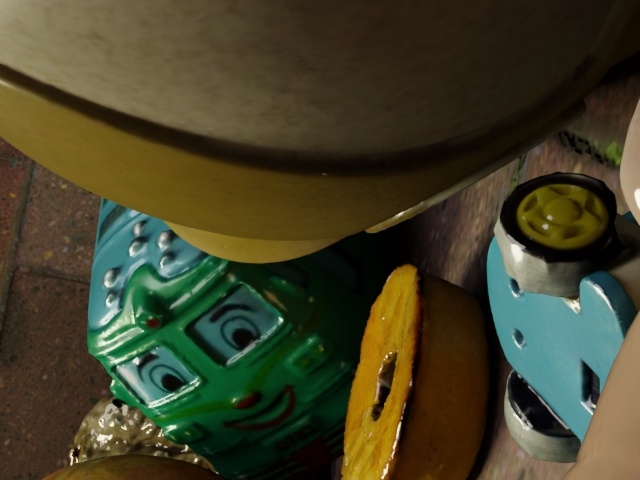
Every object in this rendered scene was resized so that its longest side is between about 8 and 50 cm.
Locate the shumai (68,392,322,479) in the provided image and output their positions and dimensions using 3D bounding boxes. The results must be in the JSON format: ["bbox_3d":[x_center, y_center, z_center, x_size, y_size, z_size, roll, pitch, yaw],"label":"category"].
[{"bbox_3d":[-0.093,0.189,1.219,0.175,0.205,0.166,12,-105,-81],"label":"shumai"}]

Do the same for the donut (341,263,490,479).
[{"bbox_3d":[0.057,0.092,0.872,0.152,0.058,0.152,-168,90,-78],"label":"donut"}]

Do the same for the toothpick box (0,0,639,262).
[{"bbox_3d":[-0.020,-0.201,0.701,0.425,0.408,0.409,62,-148,-65],"label":"toothpick box"}]

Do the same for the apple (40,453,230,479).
[{"bbox_3d":[-0.116,0.305,1.018,0.309,0.250,0.277,-55,37,17],"label":"apple"}]

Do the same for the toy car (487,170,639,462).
[{"bbox_3d":[0.135,0.045,0.543,0.161,0.098,0.126,46,158,42],"label":"toy car"}]

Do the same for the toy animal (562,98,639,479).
[{"bbox_3d":[0.113,0.104,0.375,0.166,0.154,0.250,28,111,33],"label":"toy animal"}]

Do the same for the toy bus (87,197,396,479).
[{"bbox_3d":[-0.059,-0.010,1.088,0.183,0.199,0.344,-33,36,26],"label":"toy bus"}]
